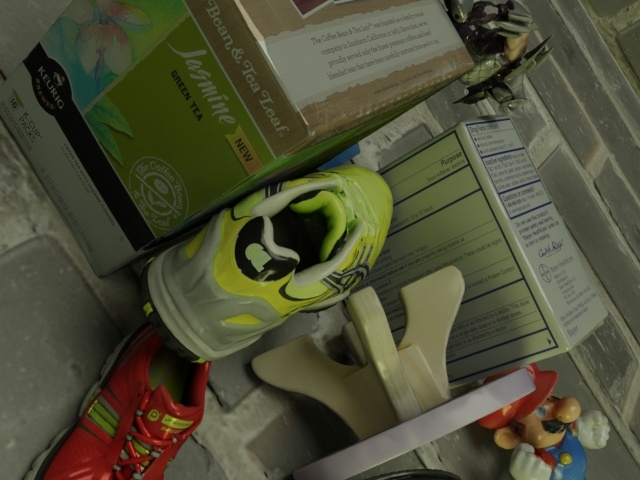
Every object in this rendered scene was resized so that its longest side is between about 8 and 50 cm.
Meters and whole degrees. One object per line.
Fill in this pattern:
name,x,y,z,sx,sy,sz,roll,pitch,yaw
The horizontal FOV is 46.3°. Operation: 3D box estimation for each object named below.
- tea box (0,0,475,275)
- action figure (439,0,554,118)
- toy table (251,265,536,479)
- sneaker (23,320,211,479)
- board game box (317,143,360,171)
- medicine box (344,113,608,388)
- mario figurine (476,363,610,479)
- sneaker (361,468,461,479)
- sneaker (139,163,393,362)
tea box,-0.078,-0.163,0.762,0.329,0.324,0.220,-33,93,-50
action figure,0.147,-0.254,0.856,0.285,0.185,0.099,53,53,-7
toy table,0.074,0.148,0.823,0.274,0.252,0.160,-21,76,-17
sneaker,-0.160,0.168,0.636,0.107,0.118,0.279,37,44,-25
board game box,-0.016,-0.154,1.055,0.133,0.033,0.169,53,34,-1
medicine box,0.167,0.028,0.956,0.149,0.263,0.289,-17,81,-51
mario figurine,0.344,0.295,1.053,0.320,0.170,0.198,58,4,-16
sneaker,0.029,0.319,0.735,0.331,0.122,0.146,-1,55,-36
sneaker,0.000,0.000,0.743,0.145,0.147,0.385,58,34,-3
